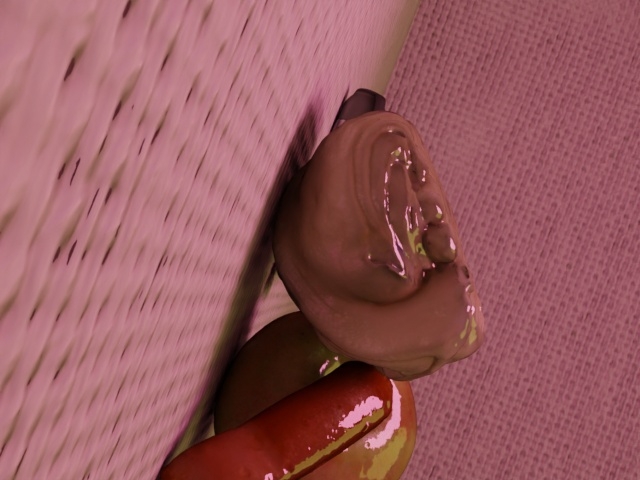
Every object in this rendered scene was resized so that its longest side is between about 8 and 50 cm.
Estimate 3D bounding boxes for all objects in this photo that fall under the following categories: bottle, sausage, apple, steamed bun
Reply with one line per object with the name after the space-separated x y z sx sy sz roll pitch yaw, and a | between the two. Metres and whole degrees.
0.043 -0.137 1.286 0.096 0.080 0.253 2 -113 63 | bottle
-0.042 0.248 0.932 0.349 0.097 0.094 -22 146 -37 | sausage
-0.013 0.271 1.170 0.277 0.319 0.319 -33 -151 57 | apple
0.064 0.022 0.993 0.352 0.247 0.339 7 64 -81 | steamed bun
